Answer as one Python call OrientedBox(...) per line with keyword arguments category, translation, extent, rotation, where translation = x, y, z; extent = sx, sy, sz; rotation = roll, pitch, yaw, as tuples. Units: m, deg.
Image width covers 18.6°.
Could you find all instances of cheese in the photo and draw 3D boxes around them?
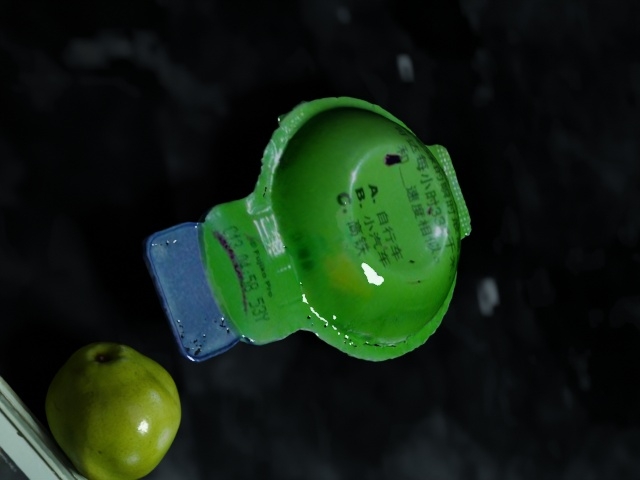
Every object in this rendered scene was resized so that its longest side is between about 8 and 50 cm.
OrientedBox(category="cheese", translation=(0.000, 0.000, 1.425), extent=(0.320, 0.083, 0.204), rotation=(-21, 92, -42))

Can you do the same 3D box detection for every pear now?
OrientedBox(category="pear", translation=(-0.135, 0.116, 1.290), extent=(0.092, 0.092, 0.097), rotation=(-22, 131, -40))

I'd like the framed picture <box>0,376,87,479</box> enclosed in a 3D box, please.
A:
OrientedBox(category="framed picture", translation=(-0.239, 0.223, 1.219), extent=(0.216, 0.016, 0.273), rotation=(51, 53, -15))
